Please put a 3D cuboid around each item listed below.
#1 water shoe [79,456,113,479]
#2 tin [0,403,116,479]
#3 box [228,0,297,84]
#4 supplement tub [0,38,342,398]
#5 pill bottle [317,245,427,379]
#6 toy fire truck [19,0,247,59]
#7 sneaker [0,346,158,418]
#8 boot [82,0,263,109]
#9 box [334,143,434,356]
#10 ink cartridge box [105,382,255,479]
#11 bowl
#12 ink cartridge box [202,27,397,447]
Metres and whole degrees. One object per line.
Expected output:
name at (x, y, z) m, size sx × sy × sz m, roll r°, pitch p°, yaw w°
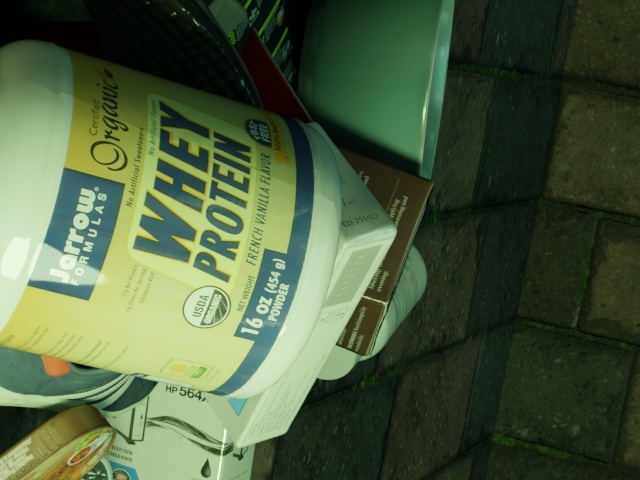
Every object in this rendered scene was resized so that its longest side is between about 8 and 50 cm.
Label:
water shoe at (-0.256, 0.302, 1.638) m, size 0.080 × 0.073 × 0.203 m, roll -100°, pitch -155°, yaw -86°
tin at (-0.266, 0.214, 1.448) m, size 0.189 × 0.040 × 0.106 m, roll -36°, pitch 167°, yaw -15°
box at (-0.090, -0.188, 1.790) m, size 0.184 × 0.045 × 0.191 m, roll 76°, pitch 33°, yaw -48°
supplement tub at (-0.167, -0.019, 1.235) m, size 0.228 × 0.316 × 0.228 m, roll -44°, pitch -142°, yaw 49°
pill bottle at (0.045, 0.087, 2.188) m, size 0.229 × 0.131 × 0.131 m, roll -47°, pitch 144°, yaw -54°
toy fire truck at (-0.175, -0.140, 1.474) m, size 0.217 × 0.158 × 0.246 m, roll 65°, pitch 30°, yaw -58°
sneaker at (-0.192, 0.083, 1.482) m, size 0.131 × 0.148 × 0.350 m, roll 68°, pitch 17°, yaw 9°
boot at (-0.126, -0.238, 1.371) m, size 0.338 × 0.118 × 0.223 m, roll 60°, pitch 29°, yaw -31°
box at (0.000, 0.000, 1.856) m, size 0.167 × 0.203 × 0.168 m, roll 103°, pitch 9°, yaw -65°
ink cartridge box at (-0.146, 0.183, 1.716) m, size 0.086 × 0.148 × 0.203 m, roll -16°, pitch 116°, yaw -65°
bowl at (0.066, -0.203, 1.969) m, size 0.311 × 0.163 × 0.312 m, roll 8°, pitch 90°, yaw -83°
ink cartridge box at (-0.070, 0.001, 1.501) m, size 0.066 × 0.261 × 0.296 m, roll -13°, pitch 145°, yaw -36°
